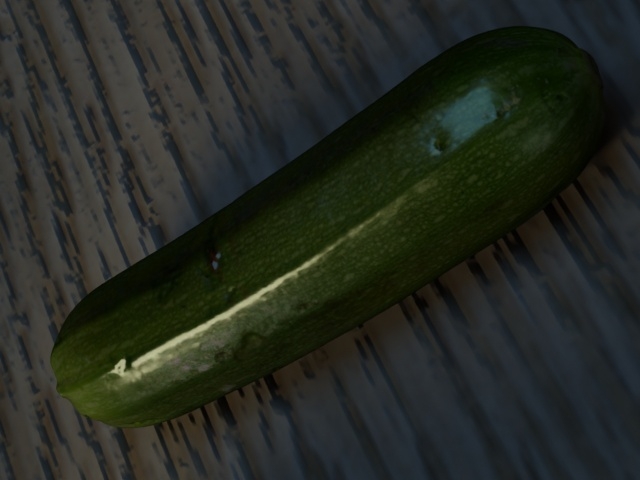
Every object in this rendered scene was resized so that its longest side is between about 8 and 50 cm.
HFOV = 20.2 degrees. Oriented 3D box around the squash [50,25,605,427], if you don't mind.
[{"bbox_3d":[0.000,0.000,0.627,0.229,0.066,0.066,-31,55,24],"label":"squash"}]
